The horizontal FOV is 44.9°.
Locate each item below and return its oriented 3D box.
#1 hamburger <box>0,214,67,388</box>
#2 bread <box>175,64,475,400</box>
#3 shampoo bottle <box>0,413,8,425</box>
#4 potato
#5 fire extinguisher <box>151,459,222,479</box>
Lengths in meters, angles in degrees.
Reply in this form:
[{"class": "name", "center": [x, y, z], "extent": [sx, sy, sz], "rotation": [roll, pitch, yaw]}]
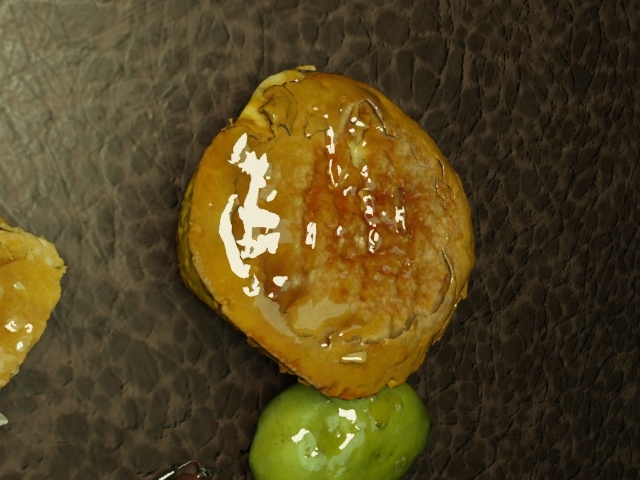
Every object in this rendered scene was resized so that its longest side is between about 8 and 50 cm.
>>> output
[{"class": "hamburger", "center": [-0.405, 0.096, 0.689], "extent": [0.209, 0.162, 0.330], "rotation": [38, 82, -32]}, {"class": "bread", "center": [-0.002, -0.003, 0.888], "extent": [0.358, 0.204, 0.337], "rotation": [46, 58, -21]}, {"class": "shampoo bottle", "center": [-0.382, 0.262, 0.780], "extent": [0.074, 0.074, 0.192], "rotation": [27, 84, -33]}, {"class": "potato", "center": [0.023, 0.248, 0.989], "extent": [0.253, 0.148, 0.186], "rotation": [2, 100, -36]}, {"class": "fire extinguisher", "center": [-0.203, 0.315, 0.931], "extent": [0.173, 0.035, 0.049], "rotation": [-32, 75, -24]}]
